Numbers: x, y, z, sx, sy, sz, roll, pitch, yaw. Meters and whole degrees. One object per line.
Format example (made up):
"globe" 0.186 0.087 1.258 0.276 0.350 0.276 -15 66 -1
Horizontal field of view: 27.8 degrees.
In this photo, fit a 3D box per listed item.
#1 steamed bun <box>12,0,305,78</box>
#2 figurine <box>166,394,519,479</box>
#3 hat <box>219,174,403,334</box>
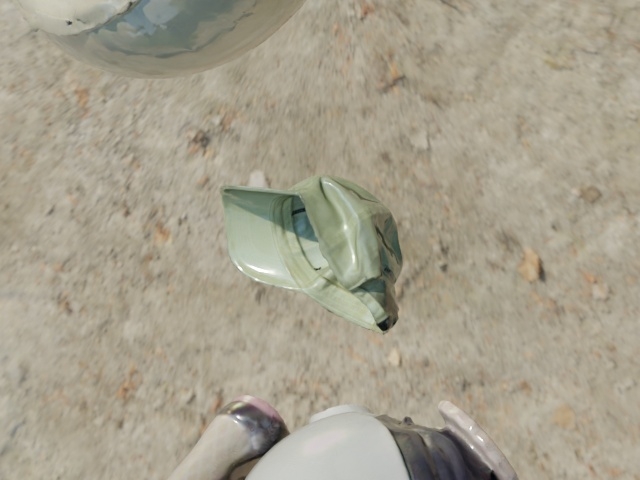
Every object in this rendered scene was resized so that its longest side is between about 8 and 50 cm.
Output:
"steamed bun" -0.118 -0.323 1.185 0.241 0.374 0.374 13 109 -46
"figurine" -0.006 0.265 1.030 0.361 0.211 0.253 -8 97 44
"hat" -0.007 0.002 1.057 0.166 0.081 0.122 10 125 24
